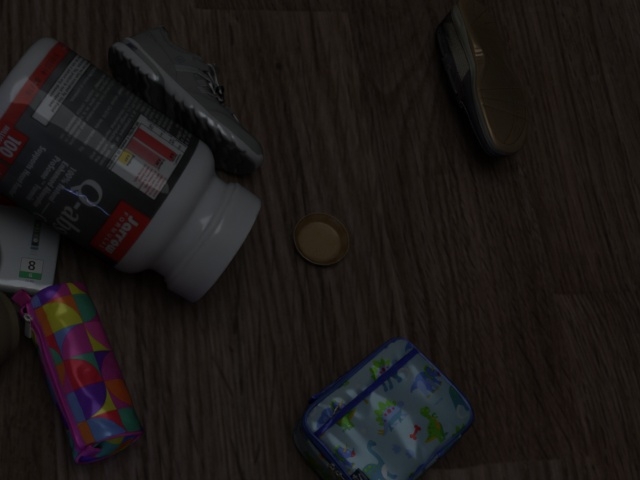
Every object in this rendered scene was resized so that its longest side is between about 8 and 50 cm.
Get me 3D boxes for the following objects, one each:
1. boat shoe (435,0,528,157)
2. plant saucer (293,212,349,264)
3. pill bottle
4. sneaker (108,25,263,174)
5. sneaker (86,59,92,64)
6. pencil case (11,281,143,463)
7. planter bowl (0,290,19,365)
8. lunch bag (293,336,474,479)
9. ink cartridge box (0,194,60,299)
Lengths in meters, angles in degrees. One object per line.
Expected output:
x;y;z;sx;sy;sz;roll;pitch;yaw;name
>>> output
0.247;-0.246;1.955;0.102;0.092;0.285;4;61;-35;boat shoe
0.000;0.000;1.813;0.083;0.015;0.083;6;65;-12;plant saucer
-0.272;-0.087;1.648;0.363;0.210;0.210;34;61;-11;pill bottle
-0.177;-0.216;1.812;0.281;0.105;0.115;44;62;7;sneaker
-0.376;-0.203;1.779;0.152;0.058;0.084;-39;74;-20;sneaker
-0.314;0.168;1.602;0.104;0.104;0.236;-21;73;-23;pencil case
-0.451;0.116;1.568;0.109;0.162;0.162;-9;66;-49;planter bowl
0.082;0.248;1.683;0.219;0.090;0.176;-35;76;-27;lunch bag
-0.441;-0.033;1.685;0.181;0.056;0.225;8;65;-13;ink cartridge box
